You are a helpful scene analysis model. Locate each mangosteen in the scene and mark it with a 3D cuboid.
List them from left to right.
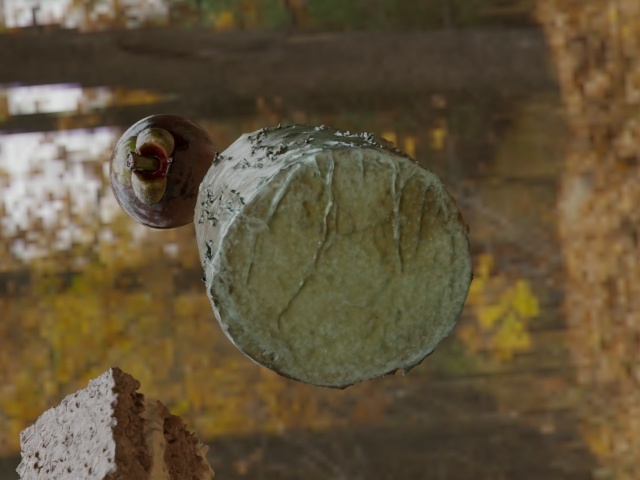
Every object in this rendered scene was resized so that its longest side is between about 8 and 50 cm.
[{"bbox_3d":[-0.105,-0.049,1.301,0.081,0.081,0.081,-5,-90,-88],"label":"mangosteen"}]

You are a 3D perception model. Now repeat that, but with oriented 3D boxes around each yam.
[{"bbox_3d":[0.000,0.000,0.772,0.183,0.107,0.107,-133,37,-77],"label":"yam"}]

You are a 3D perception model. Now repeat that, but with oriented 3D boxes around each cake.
[{"bbox_3d":[-0.169,0.212,1.615,0.147,0.134,0.135,40,-153,-31],"label":"cake"}]
